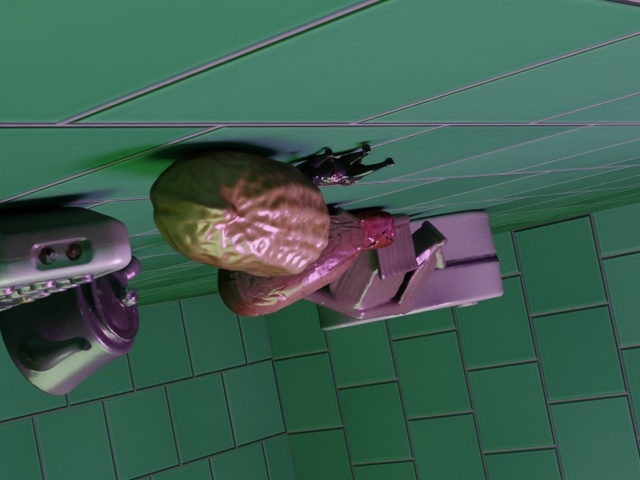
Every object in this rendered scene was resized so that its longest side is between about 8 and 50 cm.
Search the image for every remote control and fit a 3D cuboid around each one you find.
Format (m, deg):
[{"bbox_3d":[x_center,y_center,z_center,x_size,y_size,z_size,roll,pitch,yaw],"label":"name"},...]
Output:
[{"bbox_3d":[-0.279,0.025,1.012,0.128,0.066,0.335,-11,177,-34],"label":"remote control"}]

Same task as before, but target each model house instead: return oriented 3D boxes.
[{"bbox_3d":[0.091,0.033,1.854,0.229,0.122,0.188,-4,137,-44],"label":"model house"}]

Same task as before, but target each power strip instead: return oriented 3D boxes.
[{"bbox_3d":[0.139,0.059,2.149,0.357,0.161,0.357,-11,177,-1],"label":"power strip"}]

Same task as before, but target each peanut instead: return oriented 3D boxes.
[{"bbox_3d":[-0.054,-0.022,0.843,0.083,0.093,0.194,-47,157,12],"label":"peanut"}]

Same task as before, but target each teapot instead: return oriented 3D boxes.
[{"bbox_3d":[-0.286,0.084,1.480,0.149,0.162,0.239,-24,-162,18],"label":"teapot"}]

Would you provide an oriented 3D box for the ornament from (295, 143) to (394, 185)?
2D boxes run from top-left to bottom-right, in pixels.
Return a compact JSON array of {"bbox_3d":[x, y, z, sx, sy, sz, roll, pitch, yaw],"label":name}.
[{"bbox_3d":[0.002,-0.052,0.967,0.073,0.028,0.125,-9,174,-23],"label":"ornament"}]

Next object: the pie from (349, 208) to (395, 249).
[{"bbox_3d":[0.000,0.000,1.626,0.204,0.054,0.218,-10,177,-16],"label":"pie"}]

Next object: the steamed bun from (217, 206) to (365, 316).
[{"bbox_3d":[-0.039,0.017,1.430,0.175,0.106,0.145,-24,175,-14],"label":"steamed bun"}]
